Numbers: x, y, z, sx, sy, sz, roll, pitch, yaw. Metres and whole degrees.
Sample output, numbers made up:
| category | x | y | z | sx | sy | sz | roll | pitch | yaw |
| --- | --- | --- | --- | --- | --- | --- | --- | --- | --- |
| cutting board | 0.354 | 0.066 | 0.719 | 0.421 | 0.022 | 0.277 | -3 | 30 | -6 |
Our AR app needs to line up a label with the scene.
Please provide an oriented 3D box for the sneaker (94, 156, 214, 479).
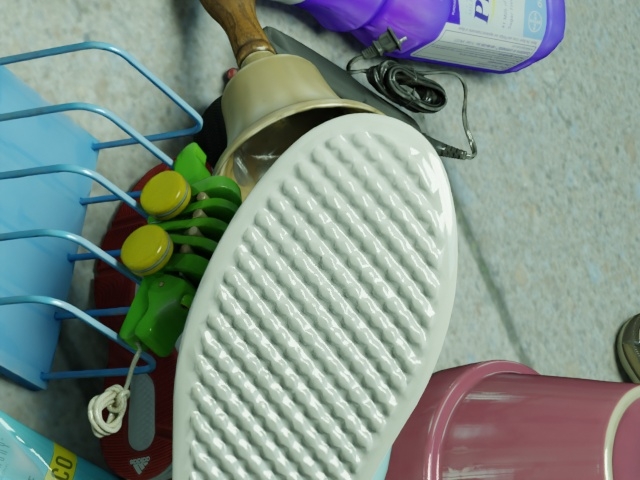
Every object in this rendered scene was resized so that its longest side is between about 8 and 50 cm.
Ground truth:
| category | x | y | z | sx | sy | sz | roll | pitch | yaw |
| --- | --- | --- | --- | --- | --- | --- | --- | --- | --- |
| sneaker | -0.078 | 0.065 | 1.003 | 0.128 | 0.087 | 0.221 | 42 | 48 | -51 |

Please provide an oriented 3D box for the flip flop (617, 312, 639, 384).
| category | x | y | z | sx | sy | sz | roll | pitch | yaw |
| --- | --- | --- | --- | --- | --- | --- | --- | --- | --- |
| flip flop | 0.340 | 0.189 | 1.362 | 0.112 | 0.080 | 0.277 | -32 | 86 | -42 |

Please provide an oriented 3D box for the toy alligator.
| category | x | y | z | sx | sy | sz | roll | pitch | yaw |
| --- | --- | --- | --- | --- | --- | --- | --- | --- | --- |
| toy alligator | -0.077 | 0.023 | 0.857 | 0.056 | 0.051 | 0.189 | 51 | 43 | -44 |

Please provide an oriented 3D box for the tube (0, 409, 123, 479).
| category | x | y | z | sx | sy | sz | roll | pitch | yaw |
| --- | --- | --- | --- | --- | --- | --- | --- | --- | --- |
| tube | -0.130 | 0.171 | 0.926 | 0.207 | 0.052 | 0.080 | 30 | 61 | -31 |

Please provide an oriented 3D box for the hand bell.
| category | x | y | z | sx | sy | sz | roll | pitch | yaw |
| --- | --- | --- | --- | --- | --- | --- | --- | --- | --- |
| hand bell | -0.045 | -0.123 | 1.018 | 0.126 | 0.126 | 0.242 | 17 | 37 | -40 |

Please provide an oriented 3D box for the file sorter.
| category | x | y | z | sx | sy | sz | roll | pitch | yaw |
| --- | --- | --- | --- | --- | --- | --- | --- | --- | --- |
| file sorter | -0.147 | -0.014 | 0.902 | 0.118 | 0.105 | 0.170 | 40 | 52 | -50 |

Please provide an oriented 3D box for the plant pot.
| category | x | y | z | sx | sy | sz | roll | pitch | yaw |
| --- | --- | --- | --- | --- | --- | --- | --- | --- | --- |
| plant pot | 0.172 | 0.179 | 1.120 | 0.201 | 0.180 | 0.201 | 14 | 69 | -41 |

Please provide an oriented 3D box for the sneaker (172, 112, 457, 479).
| category | x | y | z | sx | sy | sz | roll | pitch | yaw |
| --- | --- | --- | --- | --- | --- | --- | --- | --- | --- |
| sneaker | -0.020 | 0.100 | 0.872 | 0.135 | 0.150 | 0.365 | 18 | 100 | -2 |

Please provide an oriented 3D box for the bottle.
| category | x | y | z | sx | sy | sz | roll | pitch | yaw |
| --- | --- | --- | --- | --- | --- | --- | --- | --- | --- |
| bottle | 0.070 | -0.198 | 1.195 | 0.283 | 0.092 | 0.118 | 3 | 71 | -43 |

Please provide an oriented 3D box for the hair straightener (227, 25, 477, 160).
| category | x | y | z | sx | sy | sz | roll | pitch | yaw |
| --- | --- | --- | --- | --- | --- | --- | --- | --- | --- |
| hair straightener | 0.044 | -0.109 | 1.145 | 0.230 | 0.089 | 0.047 | 20 | 30 | -38 |

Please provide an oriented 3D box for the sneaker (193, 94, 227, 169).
| category | x | y | z | sx | sy | sz | roll | pitch | yaw |
| --- | --- | --- | --- | --- | --- | --- | --- | --- | --- |
| sneaker | 0.000 | 0.000 | 1.094 | 0.228 | 0.086 | 0.132 | 58 | 15 | 9 |
